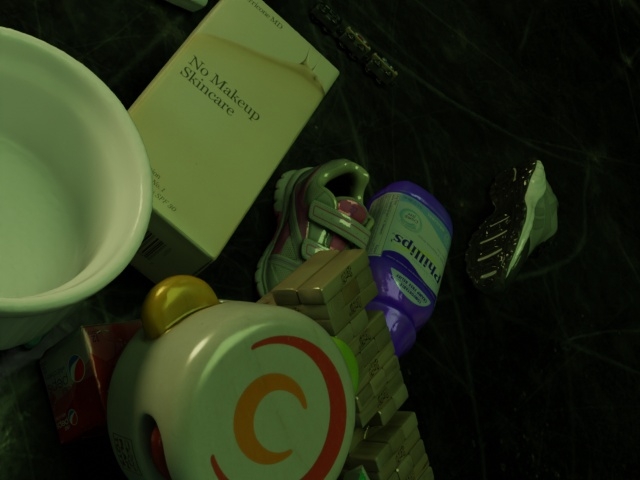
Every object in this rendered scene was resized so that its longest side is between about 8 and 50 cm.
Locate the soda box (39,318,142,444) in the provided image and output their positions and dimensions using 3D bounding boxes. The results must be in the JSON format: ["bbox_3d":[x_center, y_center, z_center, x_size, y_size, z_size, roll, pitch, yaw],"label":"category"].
[{"bbox_3d":[-0.136,0.125,1.144,0.263,0.083,0.092,-4,71,-46],"label":"soda box"}]

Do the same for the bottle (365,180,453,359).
[{"bbox_3d":[0.083,0.055,1.402,0.118,0.092,0.283,42,42,-20],"label":"bottle"}]

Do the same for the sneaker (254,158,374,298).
[{"bbox_3d":[0.000,0.000,1.340,0.103,0.111,0.252,27,49,-31],"label":"sneaker"}]

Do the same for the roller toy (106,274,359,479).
[{"bbox_3d":[-0.082,0.147,1.015,0.209,0.146,0.191,30,73,-35],"label":"roller toy"}]

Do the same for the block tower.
[{"bbox_3d":[0.034,0.177,1.180,0.097,0.090,0.336,-39,119,-49],"label":"block tower"}]

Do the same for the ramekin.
[{"bbox_3d":[-0.297,-0.037,1.006,0.277,0.135,0.277,16,54,-23],"label":"ramekin"}]

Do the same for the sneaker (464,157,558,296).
[{"bbox_3d":[0.284,-0.009,1.647,0.108,0.100,0.271,50,40,-17],"label":"sneaker"}]

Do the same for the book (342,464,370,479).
[{"bbox_3d":[0.059,0.284,1.064,0.144,0.035,0.096,62,8,-1],"label":"book"}]

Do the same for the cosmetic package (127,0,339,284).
[{"bbox_3d":[-0.123,-0.114,1.247,0.160,0.113,0.309,40,53,-13],"label":"cosmetic package"}]

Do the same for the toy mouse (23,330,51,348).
[{"bbox_3d":[-0.289,0.044,1.082,0.161,0.031,0.143,55,40,-2],"label":"toy mouse"}]

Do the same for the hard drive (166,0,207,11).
[{"bbox_3d":[-0.254,-0.415,1.366,0.307,0.040,0.203,17,73,-37],"label":"hard drive"}]

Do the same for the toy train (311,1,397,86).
[{"bbox_3d":[0.048,-0.273,1.633,0.158,0.027,0.036,42,32,-17],"label":"toy train"}]
